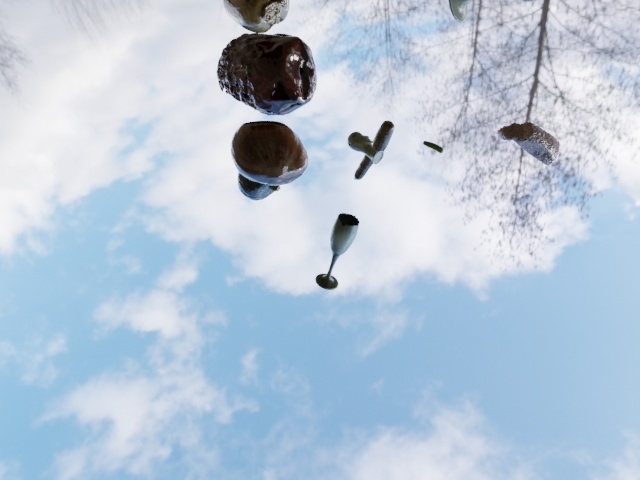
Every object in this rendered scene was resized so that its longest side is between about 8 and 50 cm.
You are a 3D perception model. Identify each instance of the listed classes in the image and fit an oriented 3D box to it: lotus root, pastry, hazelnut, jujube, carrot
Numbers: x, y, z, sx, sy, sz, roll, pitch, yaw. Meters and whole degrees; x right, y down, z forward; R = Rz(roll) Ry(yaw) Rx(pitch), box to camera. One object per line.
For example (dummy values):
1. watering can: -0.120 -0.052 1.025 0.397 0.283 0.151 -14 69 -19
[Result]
1. lotus root: -0.184 -0.666 1.320 0.160 0.146 0.284 -22 -134 -18
2. pastry: 0.829 -0.389 1.853 0.265 0.112 0.103 19 -124 -16
3. hazelnut: -0.138 -0.228 1.292 0.212 0.181 0.181 1 -101 -20
4. jujube: -0.174 -0.537 1.516 0.376 0.258 0.258 28 -123 32
5. carrot: 0.224 -0.368 2.024 0.070 0.342 0.070 13 -130 -16

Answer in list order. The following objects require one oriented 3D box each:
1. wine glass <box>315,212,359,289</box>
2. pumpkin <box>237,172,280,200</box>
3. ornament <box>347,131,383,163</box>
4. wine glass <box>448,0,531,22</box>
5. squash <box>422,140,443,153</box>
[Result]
1. wine glass: 0.000 0.000 1.849 0.264 0.310 0.096 34 -143 24
2. pumpkin: -0.210 -0.239 1.771 0.211 0.211 0.152 -32 -91 -19
3. ornament: 0.176 -0.374 1.890 0.156 0.075 0.081 43 -87 23
4. wine glass: 0.323 -0.440 0.811 0.195 0.079 0.079 2 -137 42
5. squash: 0.447 -0.372 1.883 0.089 0.027 0.027 27 -127 4
